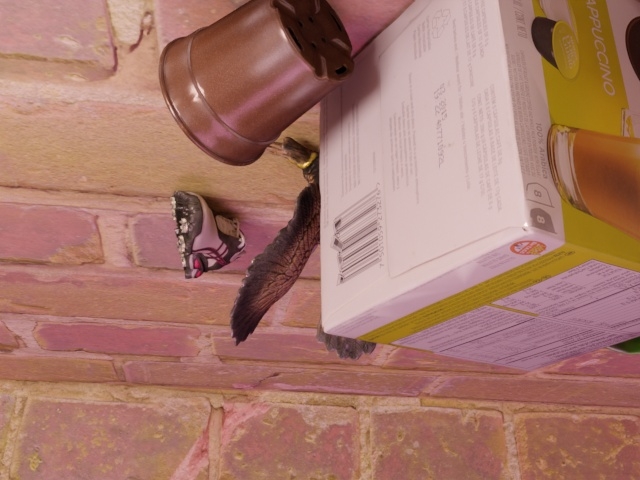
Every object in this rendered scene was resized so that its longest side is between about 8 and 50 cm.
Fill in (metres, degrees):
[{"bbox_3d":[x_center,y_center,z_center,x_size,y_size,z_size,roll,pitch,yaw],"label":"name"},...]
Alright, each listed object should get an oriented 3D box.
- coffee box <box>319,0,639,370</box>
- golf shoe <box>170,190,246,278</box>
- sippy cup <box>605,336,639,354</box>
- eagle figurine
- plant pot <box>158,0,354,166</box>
[{"bbox_3d":[0.224,-0.068,0.953,0.334,0.337,0.338,13,153,-28],"label":"coffee box"},{"bbox_3d":[-0.188,-0.021,1.408,0.120,0.105,0.273,-12,164,-9],"label":"golf shoe"},{"bbox_3d":[0.507,0.016,1.253,0.224,0.305,0.240,34,168,-7],"label":"sippy cup"},{"bbox_3d":[0.000,0.005,1.176,0.226,0.298,0.225,-4,155,13],"label":"eagle figurine"},{"bbox_3d":[-0.062,-0.191,0.921,0.165,0.167,0.167,-26,145,34],"label":"plant pot"}]
